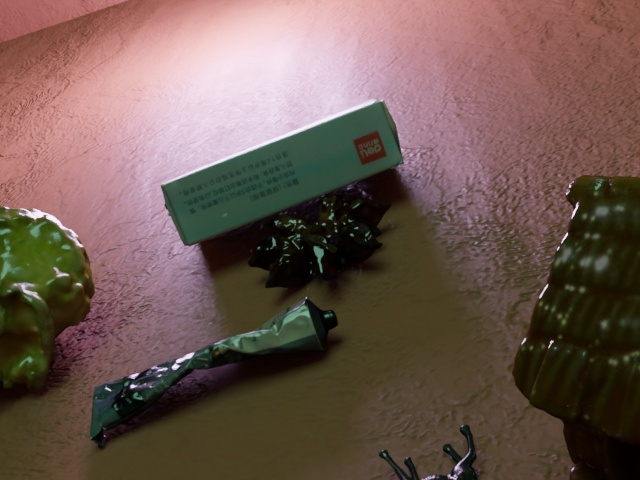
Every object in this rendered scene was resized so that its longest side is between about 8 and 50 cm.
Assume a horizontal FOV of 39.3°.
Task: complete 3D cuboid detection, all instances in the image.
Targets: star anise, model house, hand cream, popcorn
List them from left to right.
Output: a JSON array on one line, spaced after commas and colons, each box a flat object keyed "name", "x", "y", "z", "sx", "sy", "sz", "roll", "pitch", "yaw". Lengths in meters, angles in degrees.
[{"name": "popcorn", "x": -0.350, "y": 0.059, "z": 0.952, "sx": 0.218, "sy": 0.169, "sz": 0.189, "roll": -23, "pitch": 30, "yaw": 5}, {"name": "hand cream", "x": -0.099, "y": 0.119, "z": 0.831, "sx": 0.248, "sy": 0.052, "sz": 0.075, "roll": -25, "pitch": 7, "yaw": 5}, {"name": "star anise", "x": 0.001, "y": 0.000, "z": 0.942, "sx": 0.168, "sy": 0.057, "sz": 0.168, "roll": -18, "pitch": 20, "yaw": 7}, {"name": "model house", "x": 0.245, "y": 0.071, "z": 0.503, "sx": 0.219, "sy": 0.229, "sz": 0.199, "roll": -33, "pitch": 26, "yaw": -18}]

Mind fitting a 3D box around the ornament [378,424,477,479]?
[{"name": "ornament", "x": 0.082, "y": 0.183, "z": 0.617, "sx": 0.073, "sy": 0.028, "sz": 0.125, "roll": -18, "pitch": 28, "yaw": 7}]

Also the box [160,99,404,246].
[{"name": "box", "x": -0.042, "y": -0.080, "z": 1.032, "sx": 0.269, "sy": 0.079, "sz": 0.135, "roll": -21, "pitch": 7, "yaw": 0}]
